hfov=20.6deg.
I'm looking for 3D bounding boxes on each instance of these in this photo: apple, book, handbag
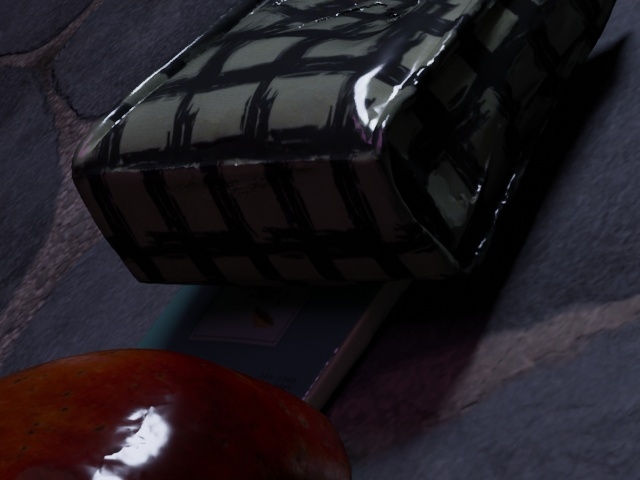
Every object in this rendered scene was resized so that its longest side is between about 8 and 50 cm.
[{"bbox_3d":[-0.162,0.227,1.143,0.328,0.295,0.365,-16,5,-41],"label":"apple"},{"bbox_3d":[0.000,0.000,1.377,0.264,0.031,0.379,1,49,54],"label":"book"},{"bbox_3d":[0.027,-0.112,1.316,0.325,0.162,0.327,-2,38,43],"label":"handbag"}]
